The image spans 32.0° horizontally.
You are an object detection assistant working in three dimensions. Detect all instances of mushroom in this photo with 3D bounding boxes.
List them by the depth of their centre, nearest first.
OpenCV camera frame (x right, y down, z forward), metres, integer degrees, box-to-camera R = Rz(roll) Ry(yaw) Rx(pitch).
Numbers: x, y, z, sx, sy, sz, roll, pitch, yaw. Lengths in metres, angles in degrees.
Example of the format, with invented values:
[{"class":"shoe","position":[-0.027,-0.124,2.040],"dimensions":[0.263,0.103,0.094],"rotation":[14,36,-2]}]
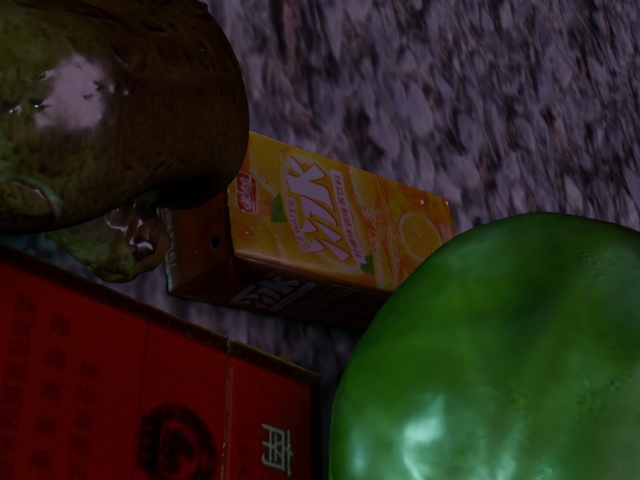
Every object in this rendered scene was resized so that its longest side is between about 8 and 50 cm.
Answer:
[{"class":"mushroom","position":[-0.135,-0.080,0.544],"dimensions":[0.194,0.138,0.231],"rotation":[37,17,6]}]

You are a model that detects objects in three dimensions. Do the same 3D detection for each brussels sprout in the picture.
[{"class":"brussels sprout","position":[0.142,0.170,0.629],"dimensions":[0.289,0.281,0.355],"rotation":[62,37,-70]}]

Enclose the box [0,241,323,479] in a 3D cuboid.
[{"class":"box","position":[-0.103,0.109,0.560],"dimensions":[0.239,0.074,0.153],"rotation":[28,43,-36]}]

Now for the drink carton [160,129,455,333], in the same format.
[{"class":"drink carton","position":[0.000,0.000,0.751],"dimensions":[0.222,0.071,0.096],"rotation":[14,57,-43]}]
